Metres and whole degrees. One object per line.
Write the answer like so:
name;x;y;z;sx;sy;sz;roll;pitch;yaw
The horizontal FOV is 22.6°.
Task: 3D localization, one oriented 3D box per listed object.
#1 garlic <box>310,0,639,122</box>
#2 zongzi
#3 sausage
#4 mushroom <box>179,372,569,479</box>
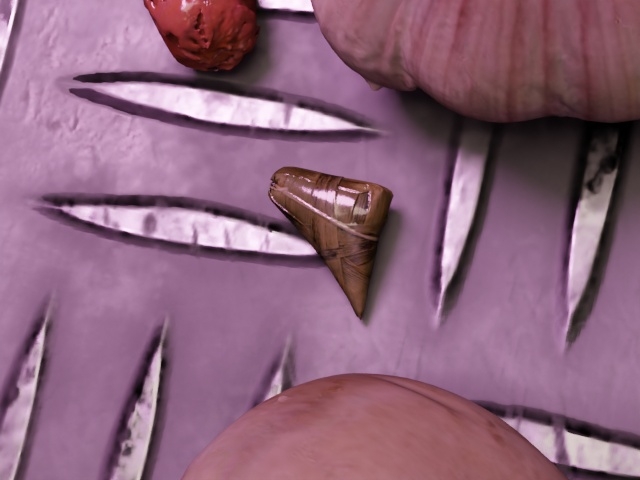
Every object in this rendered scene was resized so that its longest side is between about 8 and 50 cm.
garlic;0.125;-0.219;0.924;0.322;0.241;0.322;-14;56;21
zongzi;0.000;0.000;0.985;0.076;0.040;0.083;13;96;21
sausage;-0.085;-0.175;1.022;0.076;0.076;0.141;-24;69;5
mushroom;0.008;0.228;0.836;0.290;0.292;0.292;-37;69;34
